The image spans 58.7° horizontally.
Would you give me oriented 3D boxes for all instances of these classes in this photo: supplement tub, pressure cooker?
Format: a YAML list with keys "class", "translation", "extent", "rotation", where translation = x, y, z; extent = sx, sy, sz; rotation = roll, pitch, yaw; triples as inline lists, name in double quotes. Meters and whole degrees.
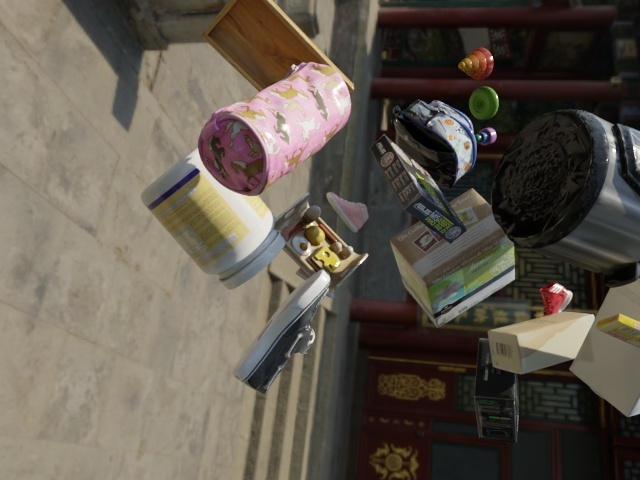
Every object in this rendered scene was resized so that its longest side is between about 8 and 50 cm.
- class: "supplement tub"
  translation: [-0.270, -0.062, 1.474]
  extent: [0.331, 0.241, 0.241]
  rotation: [52, 23, -14]
- class: "pressure cooker"
  translation: [0.709, -0.112, 1.467]
  extent: [0.370, 0.420, 0.375]
  rotation: [-66, -158, 16]

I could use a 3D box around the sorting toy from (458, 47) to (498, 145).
- class: "sorting toy"
  translation: [0.584, -0.540, 2.157]
  extent: [0.126, 0.127, 0.366]
  rotation: [-16, 101, -36]

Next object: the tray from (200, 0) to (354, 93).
- class: "tray"
  translation: [-0.118, -0.520, 1.642]
  extent: [0.411, 0.203, 0.076]
  rotation: [42, 22, -18]

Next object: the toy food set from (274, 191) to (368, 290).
- class: "toy food set"
  translation: [0.000, 0.000, 1.916]
  extent: [0.220, 0.306, 0.092]
  rotation: [-44, 179, -43]

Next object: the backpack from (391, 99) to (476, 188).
- class: "backpack"
  translation: [0.378, -0.306, 1.845]
  extent: [0.263, 0.213, 0.277]
  rotation: [45, -18, 34]

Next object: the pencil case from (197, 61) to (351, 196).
- class: "pencil case"
  translation: [-0.079, -0.236, 1.154]
  extent: [0.386, 0.167, 0.160]
  rotation: [-49, 161, -48]

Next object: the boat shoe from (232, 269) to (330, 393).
- class: "boat shoe"
  translation: [-0.062, 0.202, 1.234]
  extent: [0.301, 0.102, 0.108]
  rotation: [-52, -172, 0]

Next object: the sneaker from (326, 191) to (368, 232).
- class: "sneaker"
  translation: [0.076, -0.090, 1.500]
  extent: [0.134, 0.070, 0.051]
  rotation: [50, -5, -20]

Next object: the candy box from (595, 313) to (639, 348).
- class: "candy box"
  translation: [0.792, 0.238, 1.378]
  extent: [0.105, 0.205, 0.027]
  rotation: [97, 18, -73]

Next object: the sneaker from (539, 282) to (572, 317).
- class: "sneaker"
  translation: [0.935, 0.274, 2.355]
  extent: [0.221, 0.128, 0.087]
  rotation: [-58, -170, -13]

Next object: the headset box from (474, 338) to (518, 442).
- class: "headset box"
  translation: [0.614, 0.512, 1.974]
  extent: [0.246, 0.131, 0.283]
  rotation: [-68, 149, -45]

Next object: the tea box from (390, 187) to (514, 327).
- class: "tea box"
  translation: [0.446, 0.065, 1.897]
  extent: [0.220, 0.329, 0.324]
  rotation: [55, -4, 39]

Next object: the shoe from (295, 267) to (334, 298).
- class: "shoe"
  translation: [-0.005, 0.138, 2.103]
  extent: [0.081, 0.178, 0.063]
  rotation: [-53, 154, -4]

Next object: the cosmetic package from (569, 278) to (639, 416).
- class: "cosmetic package"
  translation: [0.891, 0.270, 1.585]
  extent: [0.217, 0.156, 0.385]
  rotation: [49, -47, 49]

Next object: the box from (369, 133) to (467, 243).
- class: "box"
  translation: [0.256, -0.138, 1.507]
  extent: [0.216, 0.060, 0.270]
  rotation: [32, 25, -39]

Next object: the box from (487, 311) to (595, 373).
- class: "box"
  translation: [0.700, 0.316, 1.785]
  extent: [0.148, 0.311, 0.121]
  rotation: [172, -92, -68]
